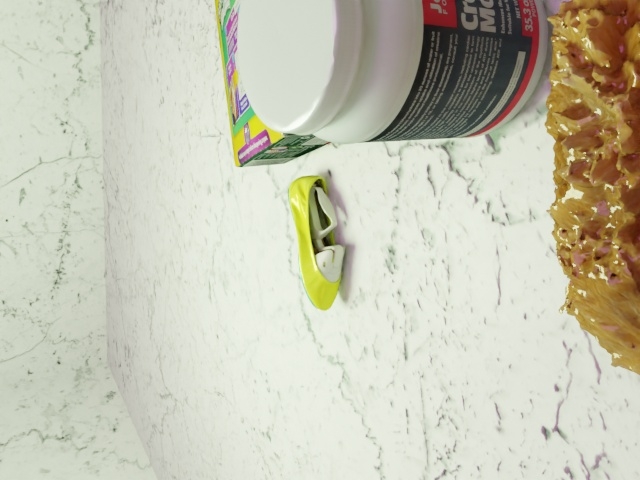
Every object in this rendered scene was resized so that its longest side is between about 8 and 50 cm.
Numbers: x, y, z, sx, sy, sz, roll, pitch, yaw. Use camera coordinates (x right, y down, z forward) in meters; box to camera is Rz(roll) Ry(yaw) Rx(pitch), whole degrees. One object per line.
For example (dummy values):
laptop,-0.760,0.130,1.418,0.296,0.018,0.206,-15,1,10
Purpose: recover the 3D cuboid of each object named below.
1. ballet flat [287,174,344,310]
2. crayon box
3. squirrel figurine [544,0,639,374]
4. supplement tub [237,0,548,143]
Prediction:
ballet flat,0.000,0.000,0.884,0.077,0.077,0.231,-18,81,39
crayon box,-0.074,-0.288,0.810,0.363,0.106,0.313,-174,78,-72
squirrel figurine,0.241,-0.087,0.275,0.370,0.281,0.397,61,164,-7
supplement tub,0.075,-0.197,0.538,0.191,0.272,0.191,19,113,52
